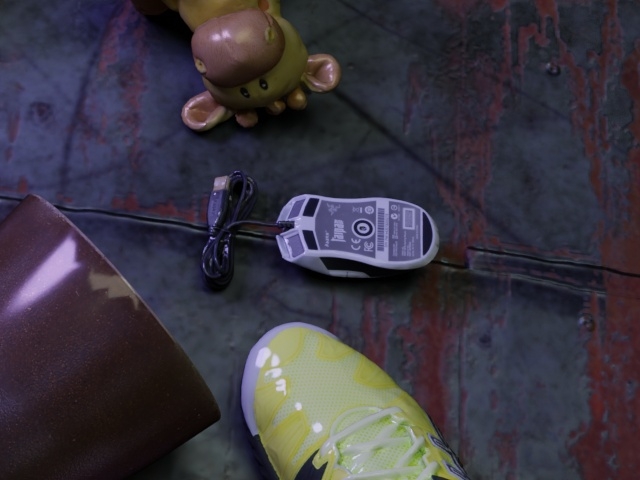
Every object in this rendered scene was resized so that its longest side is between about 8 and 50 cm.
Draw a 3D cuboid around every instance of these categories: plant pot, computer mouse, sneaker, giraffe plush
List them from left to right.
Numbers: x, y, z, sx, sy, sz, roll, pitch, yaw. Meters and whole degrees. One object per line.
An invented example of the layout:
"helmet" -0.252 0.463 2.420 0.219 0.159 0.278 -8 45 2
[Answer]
"plant pot" -0.227 0.120 1.406 0.230 0.215 0.215 -40 78 -13
"giraffe plush" -0.076 -0.185 1.639 0.210 0.181 0.170 5 67 -51
"computer mouse" 0.000 0.000 1.609 0.193 0.042 0.106 7 56 -5
"sneaker" 0.078 0.209 1.455 0.145 0.147 0.384 -29 72 -24
